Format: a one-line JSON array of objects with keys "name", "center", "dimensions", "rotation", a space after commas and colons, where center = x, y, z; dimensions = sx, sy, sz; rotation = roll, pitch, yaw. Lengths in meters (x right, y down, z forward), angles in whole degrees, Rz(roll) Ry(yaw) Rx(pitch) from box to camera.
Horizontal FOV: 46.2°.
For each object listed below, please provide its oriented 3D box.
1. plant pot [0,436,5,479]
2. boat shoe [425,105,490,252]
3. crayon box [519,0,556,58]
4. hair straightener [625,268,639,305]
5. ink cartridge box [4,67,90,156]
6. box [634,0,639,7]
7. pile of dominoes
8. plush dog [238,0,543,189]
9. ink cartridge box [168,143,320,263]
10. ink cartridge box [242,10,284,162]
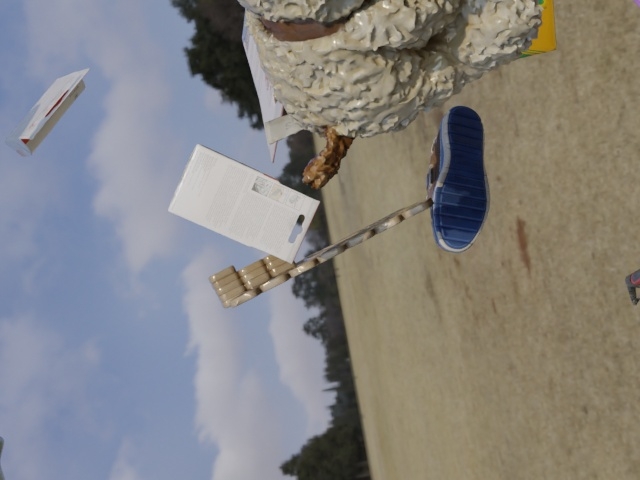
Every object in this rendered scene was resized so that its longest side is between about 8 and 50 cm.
[{"name": "plant pot", "center": [-0.442, 0.269, 0.755], "dimensions": [0.293, 0.293, 0.196], "rotation": [72, -146, -72]}, {"name": "boat shoe", "center": [0.158, -0.064, 0.879], "dimensions": [0.066, 0.066, 0.183], "rotation": [124, 159, -65]}, {"name": "crayon box", "center": [0.182, -0.334, 0.886], "dimensions": [0.278, 0.165, 0.081], "rotation": [61, -156, -51]}, {"name": "hair straightener", "center": [0.470, 0.050, 0.985], "dimensions": [0.230, 0.089, 0.047], "rotation": [90, -165, -68]}, {"name": "ink cartridge box", "center": [-0.420, -0.200, 1.186], "dimensions": [0.045, 0.145, 0.179], "rotation": [44, 161, -32]}, {"name": "box", "center": [0.388, -0.196, 0.625], "dimensions": [0.057, 0.201, 0.293], "rotation": [103, 145, -57]}, {"name": "pile of dominoes", "center": [0.000, 0.000, 0.814], "dimensions": [0.040, 0.251, 0.196], "rotation": [63, 170, 0]}, {"name": "plush dog", "center": [0.001, -0.183, 0.560], "dimensions": [0.210, 0.262, 0.225], "rotation": [-56, -43, -20]}, {"name": "ink cartridge box", "center": [-0.065, -0.031, 0.643], "dimensions": [0.029, 0.115, 0.062], "rotation": [-125, 60, -83]}, {"name": "ink cartridge box", "center": [-0.051, -0.301, 1.085], "dimensions": [0.296, 0.066, 0.261], "rotation": [109, 149, -61]}]
